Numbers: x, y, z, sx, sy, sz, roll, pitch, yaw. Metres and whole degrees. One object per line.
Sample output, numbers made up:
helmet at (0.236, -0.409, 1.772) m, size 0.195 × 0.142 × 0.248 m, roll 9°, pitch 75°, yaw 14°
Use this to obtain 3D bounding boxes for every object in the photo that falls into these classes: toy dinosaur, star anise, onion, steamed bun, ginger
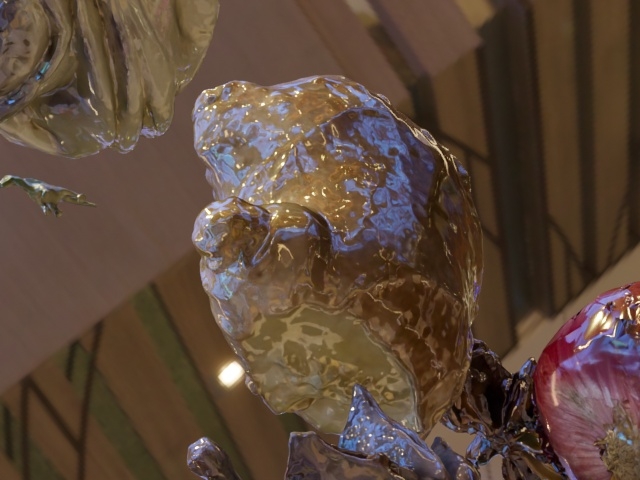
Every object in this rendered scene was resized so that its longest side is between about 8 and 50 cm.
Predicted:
toy dinosaur at (-0.284, -0.051, 1.405) m, size 0.119 × 0.060 × 0.029 m, roll 1°, pitch -60°, yaw -55°
star anise at (0.043, 0.156, 0.626) m, size 0.089 × 0.231 × 0.209 m, roll -56°, pitch -6°, yaw 19°
star anise at (0.117, 0.123, 0.996) m, size 0.073 × 0.234 × 0.177 m, roll -47°, pitch -30°, yaw -28°
onion at (0.192, 0.082, 0.657) m, size 0.140 × 0.150 × 0.150 m, roll -22°, pitch -41°, yaw -41°
steamed bun at (-0.254, -0.198, 1.246) m, size 0.268 × 0.280 × 0.207 m, roll -53°, pitch 6°, yaw 38°
ginger at (0.000, 0.000, 0.797) m, size 0.221 × 0.276 × 0.130 m, roll 0°, pitch -42°, yaw -47°
